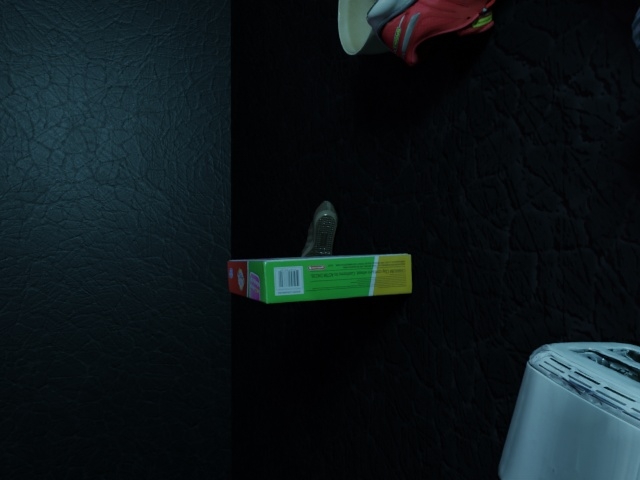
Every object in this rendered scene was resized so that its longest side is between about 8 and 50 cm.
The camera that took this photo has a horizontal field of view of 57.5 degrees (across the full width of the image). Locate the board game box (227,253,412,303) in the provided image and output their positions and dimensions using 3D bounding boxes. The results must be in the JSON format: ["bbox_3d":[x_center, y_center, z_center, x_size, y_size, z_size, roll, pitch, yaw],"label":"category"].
[{"bbox_3d":[-0.018,0.061,1.031,0.316,0.242,0.064,174,94,-72],"label":"board game box"}]

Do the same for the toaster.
[{"bbox_3d":[0.241,0.170,0.445,0.227,0.129,0.146,-150,63,-70],"label":"toaster"}]

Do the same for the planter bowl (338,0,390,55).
[{"bbox_3d":[0.104,-0.355,0.870,0.162,0.109,0.162,-179,90,-71],"label":"planter bowl"}]

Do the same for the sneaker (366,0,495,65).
[{"bbox_3d":[0.179,-0.310,0.693,0.118,0.107,0.279,49,143,-9],"label":"sneaker"}]

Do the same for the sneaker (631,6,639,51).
[{"bbox_3d":[0.301,-0.093,0.387,0.069,0.082,0.209,-51,59,41],"label":"sneaker"}]

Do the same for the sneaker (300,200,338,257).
[{"bbox_3d":[0.000,0.000,1.279,0.071,0.066,0.188,-87,15,-53],"label":"sneaker"}]
